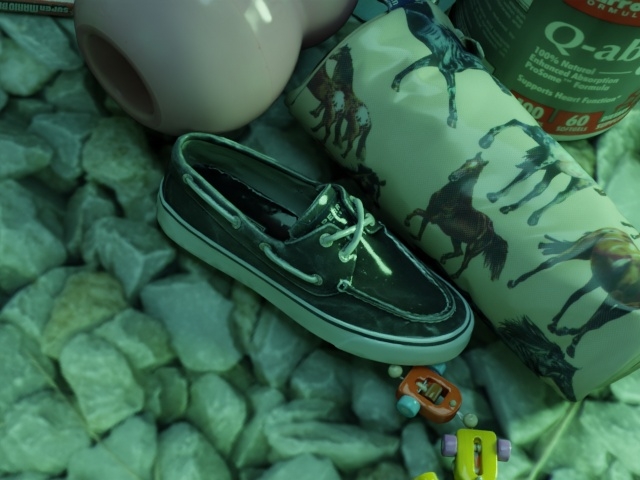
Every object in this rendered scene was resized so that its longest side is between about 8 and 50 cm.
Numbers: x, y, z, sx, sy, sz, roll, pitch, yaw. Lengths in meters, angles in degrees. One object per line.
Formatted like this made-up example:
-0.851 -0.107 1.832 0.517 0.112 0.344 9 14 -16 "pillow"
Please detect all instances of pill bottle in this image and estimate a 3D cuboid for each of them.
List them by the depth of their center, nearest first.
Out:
0.259 -0.266 1.337 0.210 0.363 0.210 6 61 -11 "pill bottle"

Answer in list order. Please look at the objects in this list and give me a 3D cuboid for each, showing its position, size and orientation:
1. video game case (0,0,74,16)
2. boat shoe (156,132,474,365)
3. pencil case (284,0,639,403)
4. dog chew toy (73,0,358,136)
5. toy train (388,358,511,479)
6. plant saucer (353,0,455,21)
-0.281 -0.306 1.420 0.285 0.025 0.204 3 61 -12 "video game case"
0.000 0.000 1.261 0.301 0.102 0.108 30 50 10 "boat shoe"
0.163 -0.039 1.306 0.183 0.160 0.410 -40 76 -9 "pencil case"
-0.057 -0.242 1.321 0.332 0.206 0.206 -41 77 -20 "dog chew toy"
0.085 0.184 1.233 0.125 0.046 0.166 28 58 9 "toy train"
0.074 -0.303 1.425 0.195 0.195 0.037 45 39 12 "plant saucer"
